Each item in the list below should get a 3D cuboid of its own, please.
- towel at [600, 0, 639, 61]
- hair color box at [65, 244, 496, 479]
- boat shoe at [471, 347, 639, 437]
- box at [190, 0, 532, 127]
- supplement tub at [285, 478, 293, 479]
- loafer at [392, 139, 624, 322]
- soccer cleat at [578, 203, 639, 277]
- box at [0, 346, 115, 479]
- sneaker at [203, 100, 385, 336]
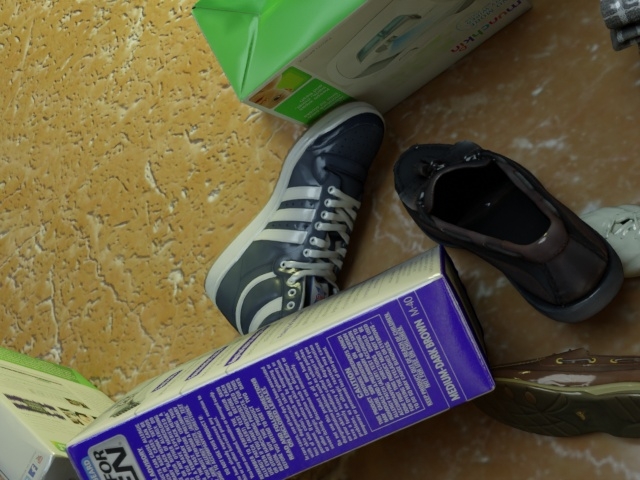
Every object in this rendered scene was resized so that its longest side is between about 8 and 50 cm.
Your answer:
[{"bbox_3d":[0.357,-0.287,0.755,0.235,0.121,0.284,-11,53,33],"label":"towel"},{"bbox_3d":[-0.026,0.128,0.784,0.339,0.185,0.110,-24,93,10],"label":"hair color box"},{"bbox_3d":[0.212,0.124,0.753,0.178,0.064,0.060,-4,37,35],"label":"boat shoe"},{"bbox_3d":[0.047,-0.239,0.911,0.262,0.231,0.127,-34,70,20],"label":"box"},{"bbox_3d":[-0.125,0.358,0.810,0.316,0.193,0.193,-39,52,18],"label":"supplement tub"},{"bbox_3d":[0.147,-0.037,0.808,0.109,0.095,0.302,-47,35,1],"label":"loafer"},{"bbox_3d":[0.286,-0.002,0.735,0.196,0.076,0.068,9,76,40],"label":"soccer cleat"},{"bbox_3d":[-0.290,0.201,0.982,0.322,0.232,0.058,27,87,42],"label":"box"},{"bbox_3d":[0.000,0.000,0.938,0.282,0.099,0.153,-52,45,14],"label":"sneaker"}]
